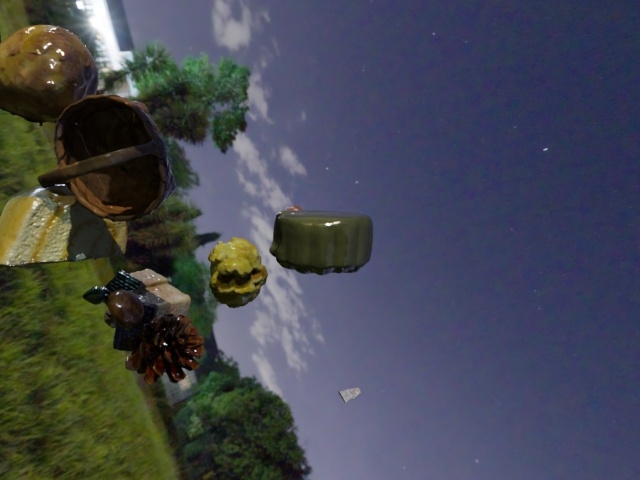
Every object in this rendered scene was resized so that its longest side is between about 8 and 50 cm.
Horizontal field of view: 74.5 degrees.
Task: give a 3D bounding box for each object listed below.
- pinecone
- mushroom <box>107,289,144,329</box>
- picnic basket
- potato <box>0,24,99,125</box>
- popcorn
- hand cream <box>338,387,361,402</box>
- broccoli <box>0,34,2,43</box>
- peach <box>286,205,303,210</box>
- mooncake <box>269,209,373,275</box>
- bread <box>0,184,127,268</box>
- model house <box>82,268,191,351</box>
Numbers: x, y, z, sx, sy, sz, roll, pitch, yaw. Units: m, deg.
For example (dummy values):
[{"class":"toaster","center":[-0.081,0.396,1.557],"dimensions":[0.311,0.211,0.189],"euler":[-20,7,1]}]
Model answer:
[{"class":"pinecone","center":[-0.481,0.343,1.332],"dimensions":[0.201,0.229,0.202],"euler":[12,-16,29]},{"class":"mushroom","center":[-0.569,0.205,1.226],"dimensions":[0.127,0.087,0.127],"euler":[63,1,-3]},{"class":"picnic basket","center":[-0.553,-0.200,1.086],"dimensions":[0.337,0.292,0.338],"euler":[-16,90,-87]},{"class":"potato","center":[-0.728,-0.473,1.151],"dimensions":[0.237,0.300,0.289],"euler":[-27,-104,38]},{"class":"popcorn","center":[-0.314,0.135,1.607],"dimensions":[0.242,0.234,0.250],"euler":[-79,164,-56]},{"class":"hand cream","center":[0.069,0.360,0.982],"dimensions":[0.019,0.093,0.030],"euler":[-47,-119,17]},{"class":"broccoli","center":[-1.075,-0.608,1.178],"dimensions":[0.310,0.320,0.414],"euler":[86,-13,-84]},{"class":"peach","center":[-0.100,-0.093,1.612],"dimensions":[0.083,0.083,0.083],"euler":[38,-42,45]},{"class":"mooncake","center":[0.000,0.000,1.356],"dimensions":[0.351,0.351,0.188],"euler":[10,-79,59]},{"class":"bread","center":[-0.849,-0.052,1.345],"dimensions":[0.239,0.395,0.264],"euler":[-1,-89,24]},{"class":"model house","center":[-0.691,0.257,1.553],"dimensions":[0.298,0.284,0.244],"euler":[21,-82,25]}]
